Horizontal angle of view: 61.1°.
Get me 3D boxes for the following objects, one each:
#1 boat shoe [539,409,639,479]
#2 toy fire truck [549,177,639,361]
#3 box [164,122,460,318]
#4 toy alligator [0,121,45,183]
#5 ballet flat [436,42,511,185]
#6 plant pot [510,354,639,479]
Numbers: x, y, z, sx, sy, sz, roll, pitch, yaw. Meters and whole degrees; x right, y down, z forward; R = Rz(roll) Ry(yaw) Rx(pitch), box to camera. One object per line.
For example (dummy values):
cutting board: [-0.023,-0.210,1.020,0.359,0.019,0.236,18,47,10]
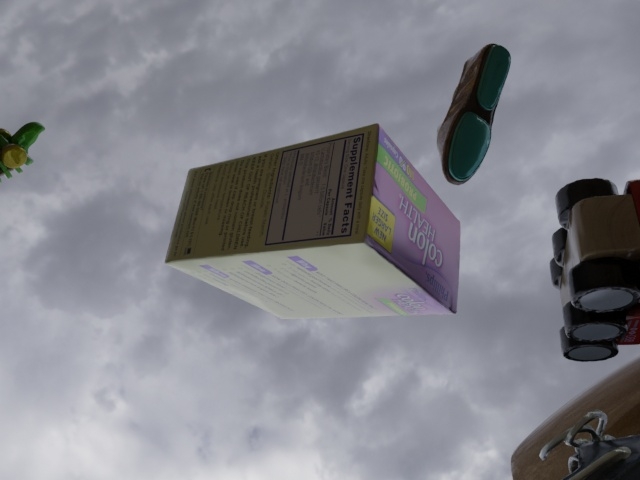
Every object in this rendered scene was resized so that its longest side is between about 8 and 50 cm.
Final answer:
boat shoe: [0.162,0.150,0.299,0.254,0.095,0.079,-34,-147,-12]
toy fire truck: [0.366,0.048,0.524,0.246,0.217,0.159,-5,-123,17]
box: [0.000,0.000,0.595,0.242,0.213,0.117,-6,-116,34]
toy alligator: [-0.411,-0.080,0.643,0.189,0.051,0.056,-38,-124,-26]
ballet flat: [0.297,-0.249,1.103,0.107,0.106,0.316,31,-104,-26]
plant pot: [0.390,0.293,0.708,0.254,0.237,0.237,-37,-130,34]
